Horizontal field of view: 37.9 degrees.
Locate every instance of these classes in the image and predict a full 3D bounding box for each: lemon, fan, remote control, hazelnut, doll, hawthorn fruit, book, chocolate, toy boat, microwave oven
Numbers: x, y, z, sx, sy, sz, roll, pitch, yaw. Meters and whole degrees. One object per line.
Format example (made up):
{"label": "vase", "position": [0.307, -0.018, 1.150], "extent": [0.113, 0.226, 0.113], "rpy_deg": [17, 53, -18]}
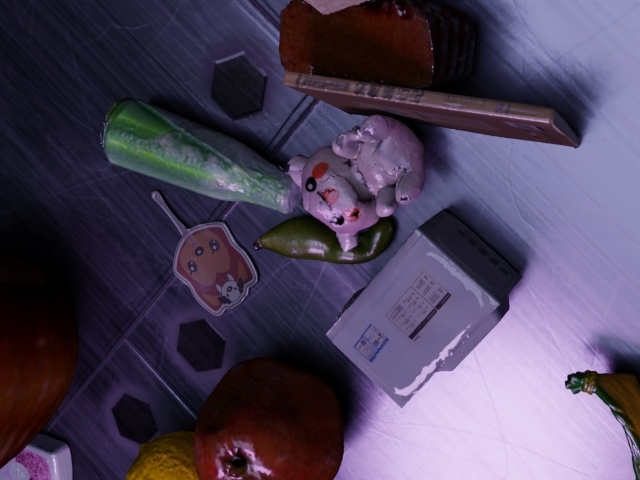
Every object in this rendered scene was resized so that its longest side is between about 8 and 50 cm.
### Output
{"label": "lemon", "position": [-0.203, 0.386, 1.433], "extent": [0.180, 0.180, 0.193], "rpy_deg": [-34, 105, 29]}
{"label": "fan", "position": [-0.188, 0.010, 1.414], "extent": [0.132, 0.009, 0.220], "rpy_deg": [-40, 86, 28]}
{"label": "remote control", "position": [-0.600, 0.387, 1.694], "extent": [0.344, 0.050, 0.145], "rpy_deg": [15, 110, 21]}
{"label": "hazelnut", "position": [-0.588, 0.175, 1.412], "extent": [0.402, 0.429, 0.402], "rpy_deg": [1, 94, 11]}
{"label": "doll", "position": [0.048, -0.083, 1.206], "extent": [0.192, 0.095, 0.149], "rpy_deg": [-33, 94, 30]}
{"label": "hawthorn fruit", "position": [-0.085, 0.284, 1.302], "extent": [0.224, 0.261, 0.224], "rpy_deg": [4, 102, 19]}
{"label": "book", "position": [0.137, -0.152, 1.099], "extent": [0.310, 0.217, 0.021], "rpy_deg": [12, 93, 22]}
{"label": "chocolate", "position": [-0.163, -0.112, 1.321], "extent": [0.291, 0.110, 0.110], "rpy_deg": [21, 113, 16]}
{"label": "toy boat", "position": [0.384, 0.255, 1.164], "extent": [0.088, 0.089, 0.229], "rpy_deg": [-25, 96, 15]}
{"label": "microwave oven", "position": [0.136, 0.087, 1.217], "extent": [0.162, 0.122, 0.208], "rpy_deg": [43, 118, 9]}

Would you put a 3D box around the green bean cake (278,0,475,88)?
{"label": "green bean cake", "position": [0.061, -0.241, 1.120], "extent": [0.232, 0.198, 0.097], "rpy_deg": [10, 106, 27]}

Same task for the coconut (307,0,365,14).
{"label": "coconut", "position": [-0.015, -0.476, 0.983], "extent": [0.404, 0.404, 0.405], "rpy_deg": [7, 107, 24]}

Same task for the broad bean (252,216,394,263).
{"label": "broad bean", "position": [0.000, 0.000, 1.299], "extent": [0.213, 0.048, 0.070], "rpy_deg": [-3, 91, 20]}
